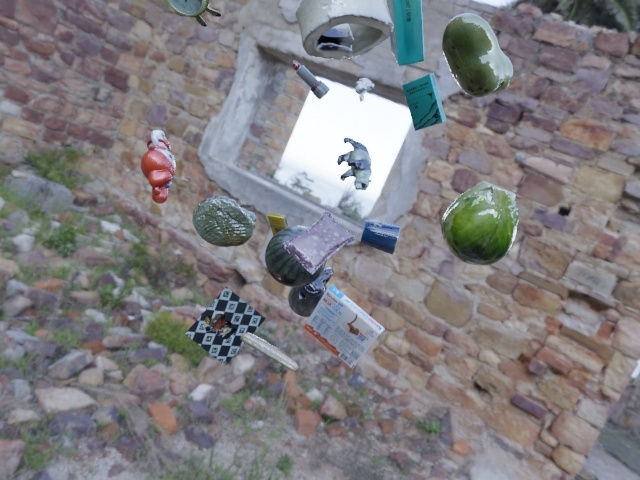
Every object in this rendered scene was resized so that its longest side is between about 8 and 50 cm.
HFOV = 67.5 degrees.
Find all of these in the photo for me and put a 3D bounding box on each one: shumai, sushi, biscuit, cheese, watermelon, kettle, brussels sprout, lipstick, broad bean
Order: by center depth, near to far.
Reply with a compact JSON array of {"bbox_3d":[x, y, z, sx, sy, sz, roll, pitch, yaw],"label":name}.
[{"bbox_3d":[0.451,-0.533,1.398,0.121,0.263,0.189,-16,-16,-20],"label":"broad bean"},{"bbox_3d":[0.487,-0.053,1.456,0.220,0.271,0.210,10,30,-8],"label":"brussels sprout"},{"bbox_3d":[-0.080,0.053,1.601,0.212,0.212,0.212,23,8,-3],"label":"watermelon"},{"bbox_3d":[-0.185,0.384,1.681,0.217,0.044,0.325,30,-15,-1],"label":"biscuit"},{"bbox_3d":[0.090,-0.797,1.748,0.333,0.153,0.292,-5,-8,-29],"label":"cheese"},{"bbox_3d":[-0.049,-0.659,1.950,0.186,0.057,0.063,45,51,-2],"label":"lipstick"},{"bbox_3d":[-0.402,0.351,2.002,0.050,0.264,0.290,27,-19,45],"label":"sushi"},{"bbox_3d":[-0.418,-0.095,2.102,0.272,0.222,0.203,39,13,-19],"label":"shumai"},{"bbox_3d":[-0.037,0.257,2.601,0.207,0.268,0.290,43,-25,12],"label":"kettle"}]

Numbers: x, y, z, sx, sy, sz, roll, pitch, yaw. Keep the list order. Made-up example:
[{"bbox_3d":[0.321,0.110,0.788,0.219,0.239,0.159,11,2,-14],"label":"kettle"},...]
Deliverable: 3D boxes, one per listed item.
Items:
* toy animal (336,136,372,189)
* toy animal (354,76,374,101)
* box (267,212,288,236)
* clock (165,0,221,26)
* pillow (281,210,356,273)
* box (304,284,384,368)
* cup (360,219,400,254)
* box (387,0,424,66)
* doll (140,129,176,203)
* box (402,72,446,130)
[{"bbox_3d":[0.134,-0.276,1.777,0.121,0.093,0.225,15,44,-21],"label":"toy animal"},{"bbox_3d":[0.202,-0.730,2.305,0.085,0.071,0.124,28,46,19],"label":"toy animal"},{"bbox_3d":[-0.177,-0.049,2.105,0.087,0.155,0.023,9,43,25],"label":"box"},{"bbox_3d":[-0.457,-0.862,1.674,0.232,0.170,0.069,51,38,-31],"label":"clock"},{"bbox_3d":[0.000,0.000,1.245,0.118,0.043,0.185,44,56,9],"label":"pillow"},{"bbox_3d":[0.088,0.353,1.945,0.273,0.264,0.048,40,40,13],"label":"box"},{"bbox_3d":[0.266,-0.023,2.132,0.155,0.131,0.176,16,11,5],"label":"cup"},{"bbox_3d":[0.348,-0.908,1.973,0.118,0.311,0.205,-11,38,4],"label":"box"},{"bbox_3d":[-0.637,-0.290,1.886,0.130,0.290,0.161,-5,-21,-9],"label":"doll"},{"bbox_3d":[0.483,-0.643,2.240,0.042,0.226,0.161,-26,12,-41],"label":"box"}]
